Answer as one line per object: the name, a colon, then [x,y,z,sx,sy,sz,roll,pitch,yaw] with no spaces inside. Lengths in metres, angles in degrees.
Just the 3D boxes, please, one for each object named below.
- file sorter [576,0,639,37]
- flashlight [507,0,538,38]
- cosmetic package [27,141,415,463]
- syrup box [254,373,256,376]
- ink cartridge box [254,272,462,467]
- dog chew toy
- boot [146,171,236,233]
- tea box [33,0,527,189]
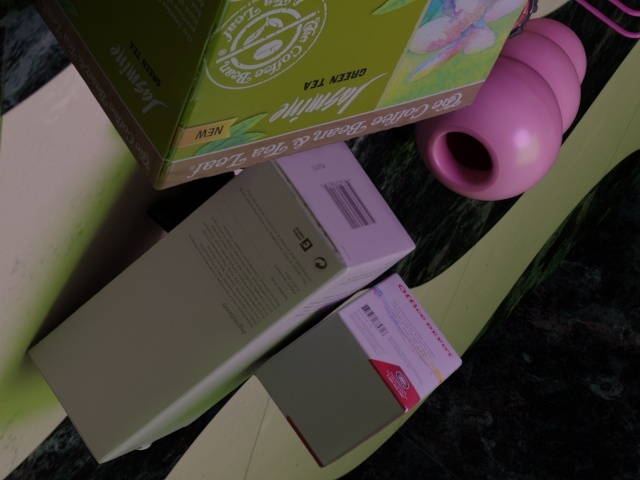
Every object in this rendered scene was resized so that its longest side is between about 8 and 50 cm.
file sorter: [0.434,-0.443,2.333,0.182,0.202,0.290,-44,162,-17]
flashlight: [0.191,-0.302,2.108,0.103,0.103,0.304,-22,178,18]
cosmetic package: [-0.104,0.064,1.805,0.365,0.155,0.197,-37,171,22]
syrup box: [-0.079,0.099,2.239,0.096,0.093,0.237,-48,163,-14]
ink cartridge box: [0.044,0.135,1.820,0.127,0.128,0.176,-38,175,27]
dog chew toy: [0.272,-0.202,2.410,0.332,0.207,0.206,-49,165,-41]
boot: [-0.137,-0.048,1.860,0.099,0.045,0.121,-49,171,-4]
tea box: [-0.004,-0.250,1.314,0.329,0.220,0.323,-17,150,-33]
